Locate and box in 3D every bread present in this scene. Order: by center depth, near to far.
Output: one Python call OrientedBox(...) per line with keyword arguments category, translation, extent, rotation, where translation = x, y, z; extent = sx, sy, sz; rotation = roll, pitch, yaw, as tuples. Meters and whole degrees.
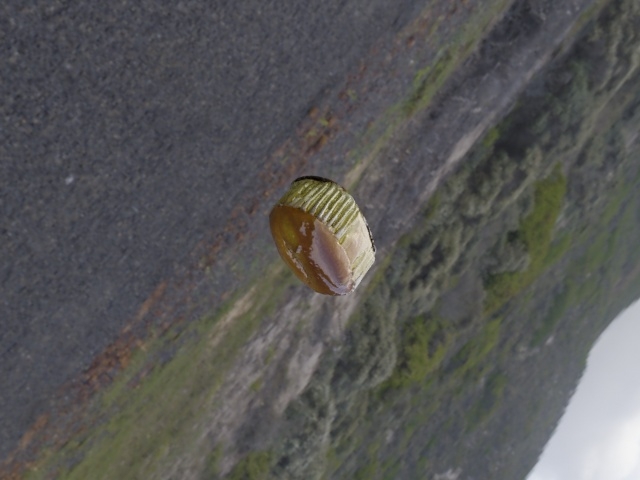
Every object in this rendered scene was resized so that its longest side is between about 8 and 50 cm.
OrientedBox(category="bread", translation=(0.000, 0.000, 1.175), extent=(0.114, 0.132, 0.190), rotation=(-50, 131, -36))
